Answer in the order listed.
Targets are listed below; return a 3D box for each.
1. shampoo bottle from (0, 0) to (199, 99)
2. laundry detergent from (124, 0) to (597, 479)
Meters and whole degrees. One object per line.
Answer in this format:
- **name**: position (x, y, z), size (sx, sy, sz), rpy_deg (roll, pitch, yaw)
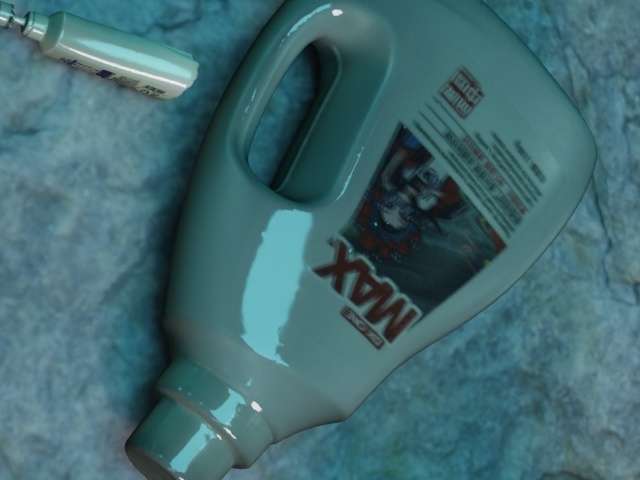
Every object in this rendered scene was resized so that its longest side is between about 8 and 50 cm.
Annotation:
- **shampoo bottle**: position (-0.154, -0.130, 1.133), size (0.141, 0.049, 0.034), rpy_deg (19, 81, -25)
- **laundry detergent**: position (0.000, 0.000, 1.167), size (0.264, 0.124, 0.398), rpy_deg (48, 67, -18)
